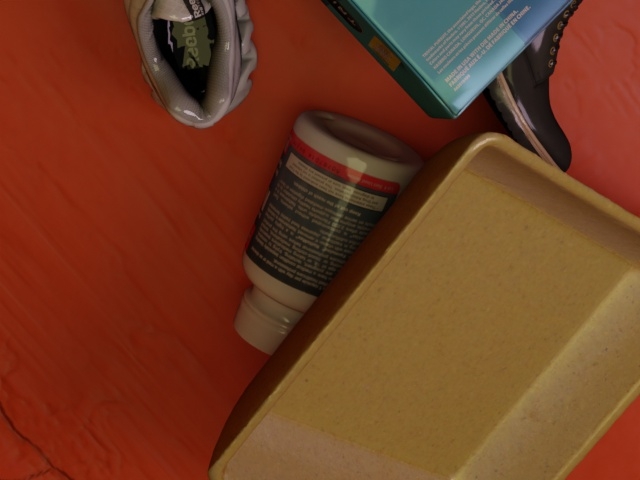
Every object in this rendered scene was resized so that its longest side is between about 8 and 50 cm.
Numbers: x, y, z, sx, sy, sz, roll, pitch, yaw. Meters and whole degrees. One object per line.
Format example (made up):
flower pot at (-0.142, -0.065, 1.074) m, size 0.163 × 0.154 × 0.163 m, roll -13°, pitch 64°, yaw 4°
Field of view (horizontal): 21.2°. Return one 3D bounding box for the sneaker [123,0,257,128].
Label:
sneaker at (-0.108, -0.220, 1.244) m, size 0.110 × 0.118 × 0.292 m, roll -13°, pitch 108°, yaw 4°

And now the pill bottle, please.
pill bottle at (0.000, 0.000, 1.327) m, size 0.108 × 0.108 × 0.180 m, roll 20°, pitch 107°, yaw -9°

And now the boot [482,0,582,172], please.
boot at (0.179, -0.155, 1.301) m, size 0.137 × 0.077 × 0.198 m, roll -30°, pitch 108°, yaw 3°

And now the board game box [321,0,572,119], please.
board game box at (0.062, -0.293, 1.198) m, size 0.254 × 0.079 × 0.336 m, roll -45°, pitch 100°, yaw -5°

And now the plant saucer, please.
plant saucer at (0.108, 0.082, 1.319) m, size 0.333 × 0.081 × 0.333 m, roll 26°, pitch 109°, yaw -42°
